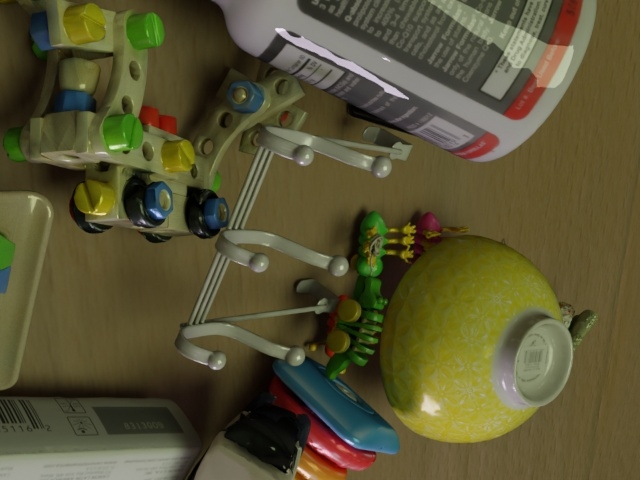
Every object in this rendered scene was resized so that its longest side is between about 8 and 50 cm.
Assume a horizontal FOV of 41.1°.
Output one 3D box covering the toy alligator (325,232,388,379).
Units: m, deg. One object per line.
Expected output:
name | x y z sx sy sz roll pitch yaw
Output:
toy alligator | 0.057 0.086 1.038 0.056 0.051 0.189 23 87 -56

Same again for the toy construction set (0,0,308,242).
toy construction set | -0.151 -0.112 0.785 0.328 0.151 0.215 6 80 -54

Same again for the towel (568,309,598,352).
towel | 0.437 0.180 1.541 0.110 0.027 0.148 -48 178 -21

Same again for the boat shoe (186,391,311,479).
boat shoe | -0.111 0.327 0.949 0.340 0.127 0.158 -59 174 17

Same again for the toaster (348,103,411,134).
toaster | 0.143 -0.201 1.002 0.110 0.186 0.168 10 100 -43

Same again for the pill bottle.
pill bottle | 0.042 -0.232 0.765 0.363 0.210 0.210 24 91 -16

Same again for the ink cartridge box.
ink cartridge box | -0.336 0.326 0.860 0.308 0.091 0.385 12 116 -48

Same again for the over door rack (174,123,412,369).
over door rack | 0.000 0.000 0.906 0.324 0.108 0.239 -14 132 -65

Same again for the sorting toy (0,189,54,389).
sorting toy | -0.311 0.057 0.661 0.208 0.038 0.193 -6 118 -53

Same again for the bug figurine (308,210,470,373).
bug figurine | 0.104 0.066 1.170 0.279 0.072 0.216 -2 105 -42

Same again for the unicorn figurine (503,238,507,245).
unicorn figurine | 0.296 0.098 1.392 0.162 0.060 0.111 -53 137 -14

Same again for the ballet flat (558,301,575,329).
ballet flat | 0.361 0.181 1.487 0.077 0.091 0.241 49 65 -18

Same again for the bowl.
bowl | 0.236 0.145 1.130 0.290 0.156 0.289 -7 102 -36

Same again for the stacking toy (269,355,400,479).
stacking toy | -0.059 0.306 1.077 0.302 0.166 0.175 -52 151 2
